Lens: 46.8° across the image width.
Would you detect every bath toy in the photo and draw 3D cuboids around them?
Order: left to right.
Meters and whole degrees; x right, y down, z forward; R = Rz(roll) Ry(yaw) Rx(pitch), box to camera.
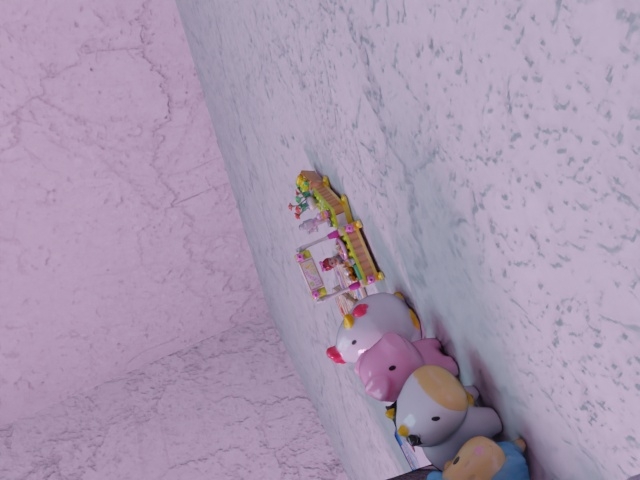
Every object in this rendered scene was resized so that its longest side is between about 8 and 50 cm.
[{"bbox_3d":[0.106,0.175,0.888,0.348,0.129,0.151,-127,17,-58],"label":"bath toy"}]

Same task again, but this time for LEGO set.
[{"bbox_3d":[0.000,0.000,1.117,0.132,0.107,0.286,88,157,-64],"label":"LEGO set"}]

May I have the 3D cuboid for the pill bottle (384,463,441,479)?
[{"bbox_3d":[0.089,0.354,0.813,0.319,0.176,0.176,11,-133,-56],"label":"pill bottle"}]

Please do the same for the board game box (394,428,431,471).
[{"bbox_3d":[0.199,0.373,1.056,0.193,0.053,0.305,86,159,-60],"label":"board game box"}]

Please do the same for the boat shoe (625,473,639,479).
[{"bbox_3d":[0.244,0.266,0.437,0.084,0.095,0.258,99,148,-65],"label":"boat shoe"}]

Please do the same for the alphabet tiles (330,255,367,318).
[{"bbox_3d":[0.082,0.166,1.318,0.284,0.021,0.277,-154,42,-75],"label":"alphabet tiles"}]
